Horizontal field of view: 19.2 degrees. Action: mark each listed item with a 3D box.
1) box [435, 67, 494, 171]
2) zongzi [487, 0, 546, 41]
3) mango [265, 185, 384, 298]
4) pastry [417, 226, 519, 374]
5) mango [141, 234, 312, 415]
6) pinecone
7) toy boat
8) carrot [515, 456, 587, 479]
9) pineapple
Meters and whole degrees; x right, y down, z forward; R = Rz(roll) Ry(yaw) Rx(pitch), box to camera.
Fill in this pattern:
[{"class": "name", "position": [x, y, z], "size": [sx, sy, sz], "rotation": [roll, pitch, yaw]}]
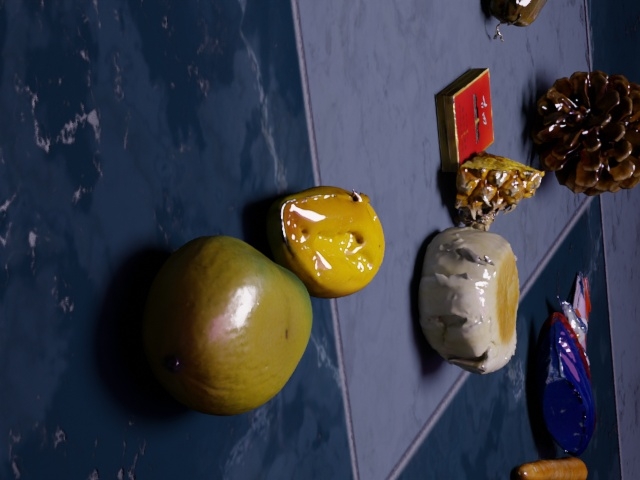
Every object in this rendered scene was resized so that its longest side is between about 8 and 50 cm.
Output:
[{"class": "box", "position": [0.163, -0.136, 2.119], "size": [0.133, 0.023, 0.090], "rotation": [-37, 127, -62]}, {"class": "zongzi", "position": [0.288, -0.330, 2.198], "size": [0.084, 0.184, 0.187], "rotation": [42, 53, -61]}, {"class": "mango", "position": [0.000, 0.000, 1.681], "size": [0.187, 0.066, 0.101], "rotation": [17, 83, -61]}, {"class": "pastry", "position": [0.163, 0.063, 2.045], "size": [0.166, 0.088, 0.166], "rotation": [2, 90, -66]}, {"class": "mango", "position": [-0.068, 0.073, 1.487], "size": [0.237, 0.091, 0.137], "rotation": [31, 68, -64]}, {"class": "pinecone", "position": [0.339, -0.141, 2.371], "size": [0.165, 0.163, 0.163], "rotation": [22, 71, -57]}, {"class": "toy boat", "position": [0.334, 0.172, 2.520], "size": [0.318, 0.072, 0.219], "rotation": [-38, 124, -74]}, {"class": "carrot", "position": [0.298, 0.302, 2.445], "size": [0.248, 0.043, 0.043], "rotation": [12, 80, -65]}, {"class": "pineapple", "position": [0.181, -0.052, 2.104], "size": [0.114, 0.077, 0.114], "rotation": [0, 128, -37]}]
